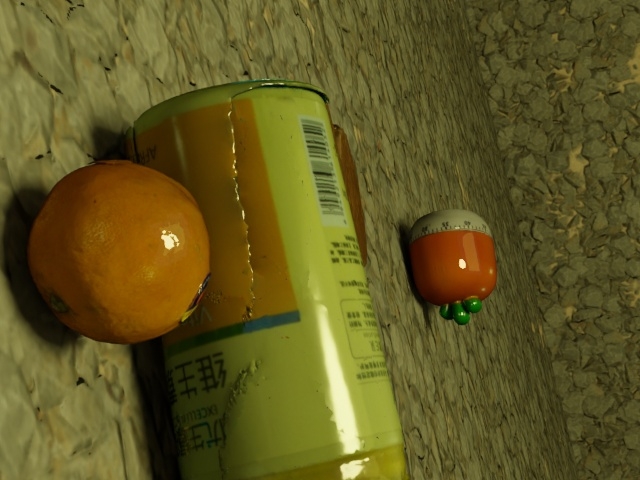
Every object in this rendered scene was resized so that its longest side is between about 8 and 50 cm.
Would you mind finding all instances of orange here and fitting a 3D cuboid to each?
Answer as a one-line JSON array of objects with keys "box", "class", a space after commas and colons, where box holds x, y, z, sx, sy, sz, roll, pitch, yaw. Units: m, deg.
[{"box": [-0.089, 0.005, 0.505, 0.083, 0.083, 0.083, -14, 90, -74], "class": "orange"}]

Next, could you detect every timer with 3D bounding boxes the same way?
[{"box": [0.154, 0.034, 1.289, 0.136, 0.099, 0.136, 44, 34, -41], "class": "timer"}]

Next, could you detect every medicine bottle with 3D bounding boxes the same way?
[{"box": [-0.030, 0.042, 0.604, 0.124, 0.124, 0.239, 21, 57, -71], "class": "medicine bottle"}]

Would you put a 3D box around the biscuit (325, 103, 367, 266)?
[{"box": [0.000, 0.000, 0.856, 0.339, 0.047, 0.216, -82, 162, -67], "class": "biscuit"}]
